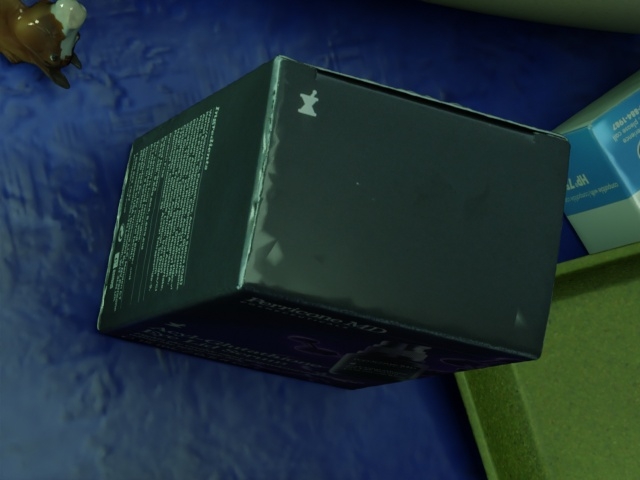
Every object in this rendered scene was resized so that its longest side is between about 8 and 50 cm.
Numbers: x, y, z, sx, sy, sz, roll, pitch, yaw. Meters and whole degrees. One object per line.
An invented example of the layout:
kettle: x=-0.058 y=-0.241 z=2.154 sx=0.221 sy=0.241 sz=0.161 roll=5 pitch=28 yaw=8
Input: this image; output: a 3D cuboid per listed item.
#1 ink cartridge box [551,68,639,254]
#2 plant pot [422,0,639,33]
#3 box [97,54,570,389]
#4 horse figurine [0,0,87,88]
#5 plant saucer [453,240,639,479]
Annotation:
ink cartridge box: x=0.240 y=0.006 z=1.079 sx=0.134 sy=0.078 sz=0.231 roll=-34 pitch=96 yaw=-23
plant pot: x=0.087 y=-0.224 z=0.980 sx=0.274 sy=0.256 sz=0.256 roll=-4 pitch=84 yaw=-8
box: x=0.000 y=0.000 z=0.908 sx=0.153 sy=0.207 sz=0.108 roll=14 pitch=77 yaw=-20
horse figurine: x=-0.227 y=-0.164 z=0.880 sx=0.263 sy=0.174 sz=0.066 roll=9 pitch=60 yaw=-13
plant saucer: x=0.178 y=0.090 z=1.012 sx=0.188 sy=0.045 sz=0.188 roll=-16 pitch=99 yaw=13
